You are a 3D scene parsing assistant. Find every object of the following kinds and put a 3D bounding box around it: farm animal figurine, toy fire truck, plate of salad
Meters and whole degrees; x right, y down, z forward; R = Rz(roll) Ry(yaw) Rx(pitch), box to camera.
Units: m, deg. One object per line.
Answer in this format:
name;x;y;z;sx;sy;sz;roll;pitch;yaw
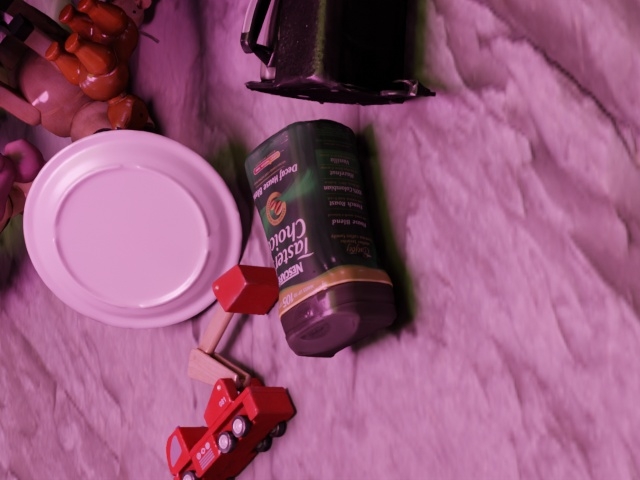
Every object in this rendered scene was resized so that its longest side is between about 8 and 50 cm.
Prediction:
farm animal figurine;-0.270;-0.119;1.446;0.330;0.172;0.327;-40;37;21
toy fire truck;-0.085;0.127;1.297;0.192;0.047;0.135;-49;51;33
plate of salad;-0.170;-0.011;1.332;0.200;0.199;0.048;-61;10;23

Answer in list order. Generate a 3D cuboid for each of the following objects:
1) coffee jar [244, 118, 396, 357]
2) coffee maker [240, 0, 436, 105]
coffee jar;0.000;0.000;1.197;0.096;0.079;0.184;-33;62;40
coffee maker;0.029;-0.203;1.182;0.171;0.120;0.178;6;91;25
